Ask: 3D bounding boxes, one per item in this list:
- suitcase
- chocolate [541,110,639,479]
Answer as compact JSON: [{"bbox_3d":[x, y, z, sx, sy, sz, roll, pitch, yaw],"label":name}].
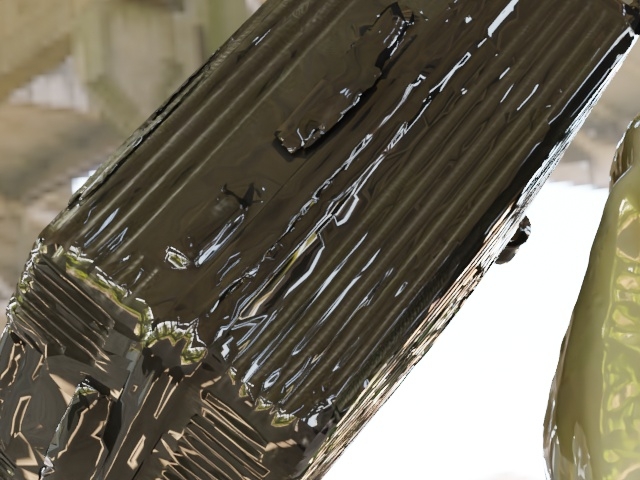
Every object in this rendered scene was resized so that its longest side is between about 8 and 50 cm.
[{"bbox_3d":[0.000,0.000,0.902,0.152,0.335,0.229,36,-38,5],"label":"suitcase"},{"bbox_3d":[0.251,0.035,0.895,0.297,0.326,0.314,1,-23,-1],"label":"chocolate"}]
